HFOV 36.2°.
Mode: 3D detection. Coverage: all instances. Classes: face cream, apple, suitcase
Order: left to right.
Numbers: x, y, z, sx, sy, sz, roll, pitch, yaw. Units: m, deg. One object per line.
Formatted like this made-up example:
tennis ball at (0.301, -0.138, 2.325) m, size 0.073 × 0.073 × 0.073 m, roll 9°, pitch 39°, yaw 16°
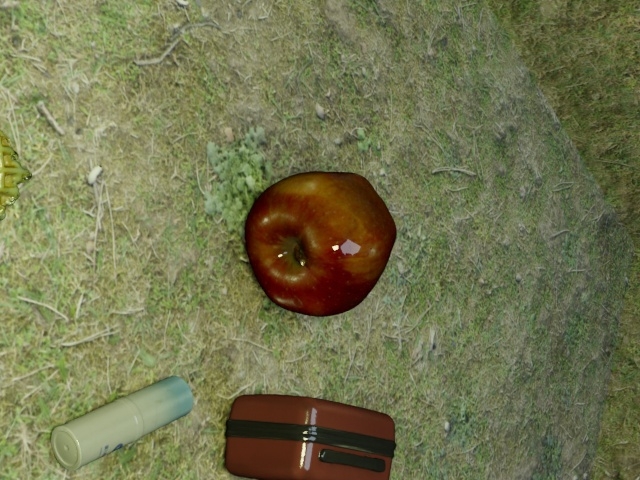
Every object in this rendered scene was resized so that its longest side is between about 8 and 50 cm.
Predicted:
face cream at (-0.325, 0.300, 1.631) m, size 0.250 × 0.077 × 0.077 m, roll -21°, pitch 101°, yaw -49°
suitcase at (-0.016, 0.389, 1.872) m, size 0.297 × 0.236 × 0.161 m, roll 24°, pitch 67°, yaw -46°
apple at (0.000, 0.000, 1.928) m, size 0.317 × 0.288 × 0.288 m, roll -31°, pitch 109°, yaw -59°

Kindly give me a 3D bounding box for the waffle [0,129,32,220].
waffle at (-0.542, -0.099, 1.442) m, size 0.214 × 0.054 × 0.207 m, roll 56°, pitch 50°, yaw -33°
